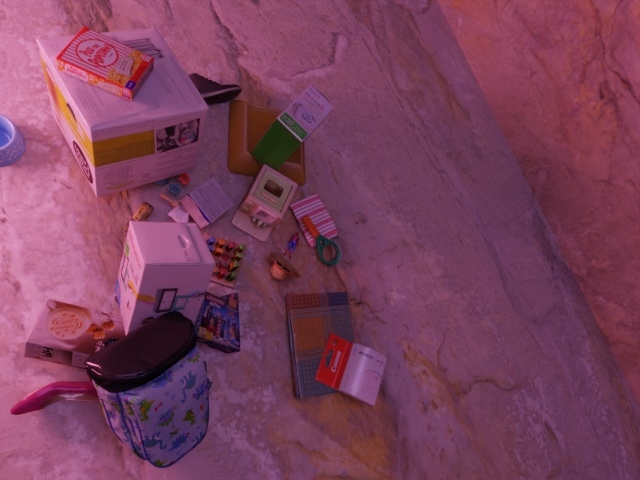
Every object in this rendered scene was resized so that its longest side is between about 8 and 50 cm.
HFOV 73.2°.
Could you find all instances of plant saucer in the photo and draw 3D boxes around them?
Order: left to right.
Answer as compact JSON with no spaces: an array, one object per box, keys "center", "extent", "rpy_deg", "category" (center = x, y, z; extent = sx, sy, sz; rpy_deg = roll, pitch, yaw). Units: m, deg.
[{"center":[-0.200,-0.411,1.745],"extent":[0.333,0.081,0.332],"rpy_deg":[7,69,-26],"category":"plant saucer"}]

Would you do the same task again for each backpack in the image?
[{"center":[-0.437,0.422,1.159],"extent":[0.273,0.355,0.290],"rpy_deg":[30,32,22],"category":"backpack"}]

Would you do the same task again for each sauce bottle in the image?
[{"center":[-0.600,-0.067,1.420],"extent":[0.042,0.042,0.128],"rpy_deg":[30,61,-16],"category":"sauce bottle"}]

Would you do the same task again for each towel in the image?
[{"center":[-0.028,-0.083,1.751],"extent":[0.144,0.029,0.197],"rpy_deg":[-26,85,-31],"category":"towel"},{"center":[0.010,0.377,1.597],"extent":[0.272,0.040,0.370],"rpy_deg":[2,69,-29],"category":"towel"}]

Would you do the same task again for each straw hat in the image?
[{"center":[-0.147,0.111,1.589],"extent":[0.144,0.144,0.061],"rpy_deg":[38,101,-12],"category":"straw hat"}]

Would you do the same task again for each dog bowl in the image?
[{"center":[-1.037,-0.307,1.249],"extent":[0.297,0.074,0.165],"rpy_deg":[-2,73,-30],"category":"dog bowl"}]

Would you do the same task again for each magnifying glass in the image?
[{"center":[0.000,0.000,1.708],"extent":[0.092,0.026,0.231],"rpy_deg":[-43,110,-26],"category":"magnifying glass"}]

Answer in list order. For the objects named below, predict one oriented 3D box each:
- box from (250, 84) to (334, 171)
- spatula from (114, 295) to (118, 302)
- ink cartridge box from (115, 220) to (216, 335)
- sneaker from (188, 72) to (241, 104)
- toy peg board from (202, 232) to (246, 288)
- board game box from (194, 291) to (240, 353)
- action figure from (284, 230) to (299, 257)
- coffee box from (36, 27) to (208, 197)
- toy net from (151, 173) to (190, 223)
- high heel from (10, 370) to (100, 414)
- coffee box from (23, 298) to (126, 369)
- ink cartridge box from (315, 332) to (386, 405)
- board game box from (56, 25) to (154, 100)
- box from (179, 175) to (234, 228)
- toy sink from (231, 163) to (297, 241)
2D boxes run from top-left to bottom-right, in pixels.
[{"center":[-0.109,-0.406,1.590],"extent":[0.127,0.262,0.231],"rpy_deg":[43,57,-10],"category":"box"},{"center":[-0.515,0.265,1.336],"extent":[0.296,0.084,0.030],"rpy_deg":[36,87,-6],"category":"spatula"},{"center":[-0.456,0.106,1.250],"extent":[0.197,0.270,0.198],"rpy_deg":[2,37,-37],"category":"ink cartridge box"},{"center":[-0.425,-0.607,1.691],"extent":[0.222,0.083,0.118],"rpy_deg":[-24,84,-32],"category":"sneaker"},{"center":[-0.342,0.061,1.493],"extent":[0.161,0.079,0.161],"rpy_deg":[22,62,-21],"category":"toy peg board"},{"center":[-0.333,0.246,1.402],"extent":[0.194,0.060,0.194],"rpy_deg":[41,41,-48],"category":"board game box"},{"center":[-0.105,0.011,1.673],"extent":[0.038,0.030,0.115],"rpy_deg":[28,59,-12],"category":"action figure"},{"center":[-0.602,-0.392,1.337],"extent":[0.338,0.334,0.337],"rpy_deg":[-25,76,-33],"category":"coffee box"},{"center":[-0.505,-0.161,1.508],"extent":[0.122,0.045,0.232],"rpy_deg":[-21,84,-35],"category":"toy net"},{"center":[-0.682,0.435,1.167],"extent":[0.244,0.082,0.117],"rpy_deg":[-18,71,-46],"category":"high heel"},{"center":[-0.658,0.274,1.204],"extent":[0.247,0.098,0.141],"rpy_deg":[21,42,-21],"category":"coffee box"},{"center":[0.117,0.465,1.565],"extent":[0.232,0.066,0.189],"rpy_deg":[33,58,-18],"category":"ink cartridge box"},{"center":[-0.574,-0.476,1.162],"extent":[0.194,0.045,0.146],"rpy_deg":[21,57,-13],"category":"board game box"},{"center":[-0.396,-0.133,1.510],"extent":[0.126,0.072,0.137],"rpy_deg":[55,42,-15],"category":"box"},{"center":[-0.207,-0.138,1.609],"extent":[0.153,0.131,0.234],"rpy_deg":[31,61,-15],"category":"toy sink"}]
